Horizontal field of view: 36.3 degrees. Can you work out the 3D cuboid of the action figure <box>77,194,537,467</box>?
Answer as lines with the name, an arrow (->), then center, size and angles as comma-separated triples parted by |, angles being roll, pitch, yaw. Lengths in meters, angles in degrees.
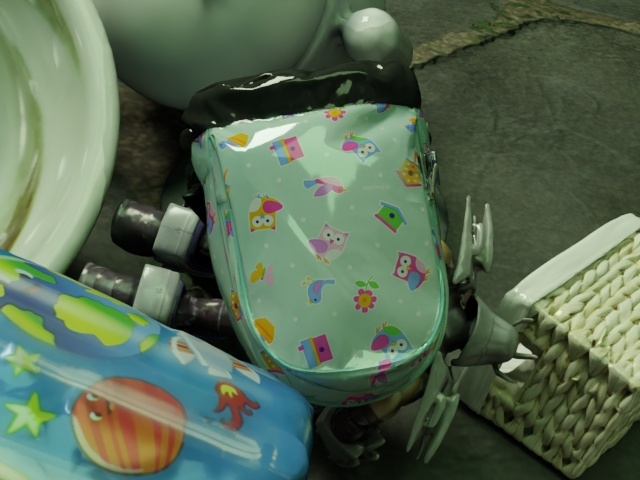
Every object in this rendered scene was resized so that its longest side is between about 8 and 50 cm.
action figure -> -0.003, 0.039, 0.625 | 0.285, 0.099, 0.185 | 12, 62, 13

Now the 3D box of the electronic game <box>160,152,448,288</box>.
electronic game -> -0.012, -0.026, 0.780 | 0.229, 0.048, 0.229 | 3, 40, -3

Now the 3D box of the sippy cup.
sippy cup -> -0.127, 0.113, 0.410 | 0.224, 0.240, 0.305 | 17, 43, -1

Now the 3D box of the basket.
basket -> 0.193, 0.072, 0.677 | 0.167, 0.113, 0.103 | -25, 56, -41

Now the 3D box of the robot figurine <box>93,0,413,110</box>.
robot figurine -> -0.065, -0.200, 0.803 | 0.300, 0.199, 0.353 | 18, 9, 17

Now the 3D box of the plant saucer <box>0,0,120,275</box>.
plant saucer -> -0.335, -0.080, 0.617 | 0.401, 0.100, 0.400 | 7, 71, -19

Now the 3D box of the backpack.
backpack -> 0.000, 0.000, 0.526 | 0.152, 0.115, 0.181 | -9, 78, 0
